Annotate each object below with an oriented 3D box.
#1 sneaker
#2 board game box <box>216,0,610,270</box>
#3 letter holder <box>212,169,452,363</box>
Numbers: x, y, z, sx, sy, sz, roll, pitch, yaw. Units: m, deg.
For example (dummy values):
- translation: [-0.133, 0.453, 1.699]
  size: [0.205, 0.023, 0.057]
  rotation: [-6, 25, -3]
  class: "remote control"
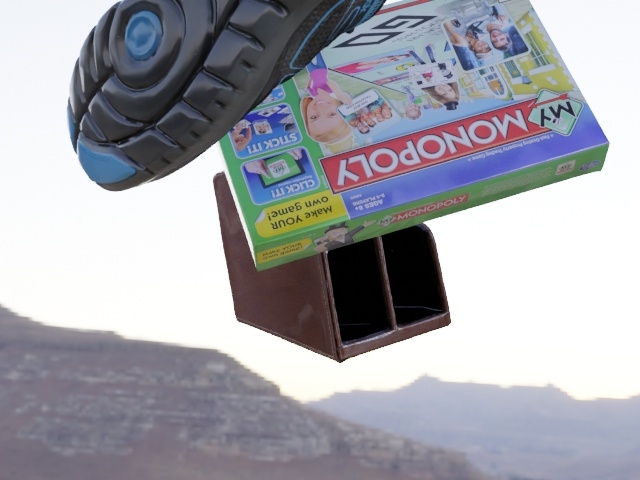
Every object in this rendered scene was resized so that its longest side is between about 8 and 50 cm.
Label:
- translation: [-0.036, -0.145, 0.758]
  size: [0.341, 0.125, 0.139]
  rotation: [-38, -20, 26]
  class: "sneaker"
- translation: [0.064, -0.113, 0.992]
  size: [0.317, 0.214, 0.046]
  rotation: [-16, -31, -8]
  class: "board game box"
- translation: [0.000, 0.000, 1.347]
  size: [0.152, 0.215, 0.302]
  rotation: [-16, 11, -24]
  class: "letter holder"
